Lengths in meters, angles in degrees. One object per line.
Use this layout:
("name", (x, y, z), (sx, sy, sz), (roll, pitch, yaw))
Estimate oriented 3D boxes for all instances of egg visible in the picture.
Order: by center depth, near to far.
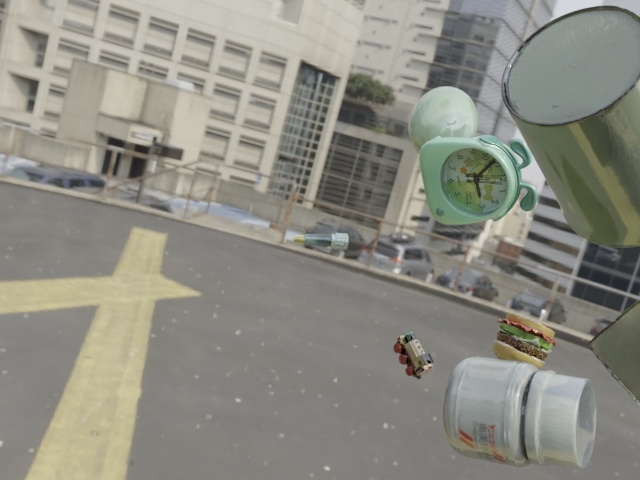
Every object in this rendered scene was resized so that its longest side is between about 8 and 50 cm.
("egg", (0.365, -0.346, 2.005), (0.202, 0.203, 0.283), (16, 39, 3))

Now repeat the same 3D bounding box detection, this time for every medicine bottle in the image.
("medicine bottle", (0.470, 0.408, 1.590), (0.306, 0.245, 0.245), (-1, -2, 35))

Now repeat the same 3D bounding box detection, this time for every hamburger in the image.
("hamburger", (0.554, 0.286, 1.853), (0.175, 0.137, 0.175), (25, -4, 2))

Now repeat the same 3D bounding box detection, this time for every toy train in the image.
("toy train", (0.268, 0.328, 1.942), (0.050, 0.087, 0.138), (0, 54, -41))

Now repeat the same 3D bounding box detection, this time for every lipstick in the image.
("lipstick", (0.000, 0.000, 1.433), (0.116, 0.037, 0.037), (2, 9, -5))

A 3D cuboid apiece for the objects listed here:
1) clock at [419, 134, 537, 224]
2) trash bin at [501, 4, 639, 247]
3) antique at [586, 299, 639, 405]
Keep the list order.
("clock", (0.259, -0.100, 1.097), (0.188, 0.148, 0.060), (2, 22, 37))
("trash bin", (0.524, -0.180, 1.219), (0.280, 0.280, 0.432), (25, -11, 48))
("antique", (0.534, 0.159, 1.039), (0.146, 0.148, 0.152), (-13, 57, -43))
